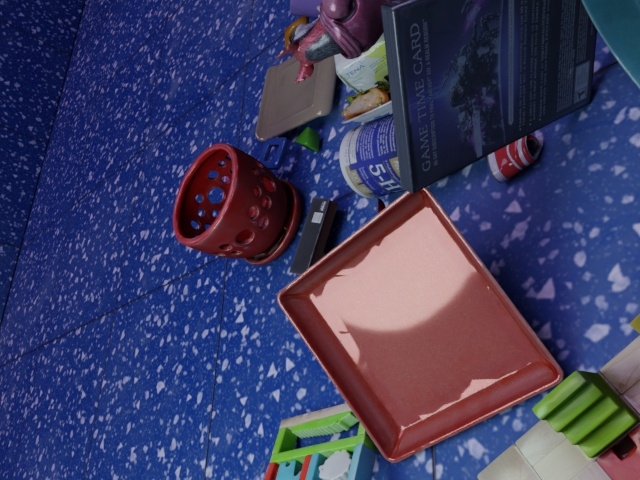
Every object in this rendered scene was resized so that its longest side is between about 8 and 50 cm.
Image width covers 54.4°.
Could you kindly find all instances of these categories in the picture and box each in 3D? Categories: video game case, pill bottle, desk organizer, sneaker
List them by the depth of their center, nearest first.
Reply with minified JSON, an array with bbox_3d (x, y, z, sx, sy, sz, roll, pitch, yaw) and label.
[{"bbox_3d":[0.189,-0.188,0.652,0.274,0.196,0.026,-27,38,-19],"label":"video game case"},{"bbox_3d":[0.243,-0.138,0.798,0.067,0.042,0.118,-32,57,42],"label":"sneaker"},{"bbox_3d":[0.127,-0.129,0.876,0.187,0.112,0.112,-11,63,48],"label":"pill bottle"},{"bbox_3d":[0.000,0.000,1.014,0.047,0.050,0.130,8,78,52],"label":"desk organizer"}]

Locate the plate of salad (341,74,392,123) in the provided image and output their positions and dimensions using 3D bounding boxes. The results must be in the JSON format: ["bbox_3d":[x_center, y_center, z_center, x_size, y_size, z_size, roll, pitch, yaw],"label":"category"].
[{"bbox_3d":[0.115,-0.226,0.908,0.200,0.048,0.200,-27,11,6],"label":"plate of salad"}]

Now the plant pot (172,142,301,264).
[{"bbox_3d":[-0.141,-0.055,1.111,0.191,0.174,0.191,-27,52,41],"label":"plant pot"}]

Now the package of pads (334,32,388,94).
[{"bbox_3d":[0.149,-0.383,0.974,0.297,0.101,0.229,-27,52,32],"label":"package of pads"}]

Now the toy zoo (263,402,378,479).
[{"bbox_3d":[-0.021,0.350,0.793,0.192,0.030,0.293,-27,31,40],"label":"toy zoo"}]

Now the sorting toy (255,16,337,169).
[{"bbox_3d":[-0.037,-0.292,1.217,0.196,0.047,0.347,-12,63,43],"label":"sorting toy"}]

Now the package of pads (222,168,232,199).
[{"bbox_3d":[-0.181,-0.116,1.309,0.050,0.032,0.083,-22,55,39],"label":"package of pads"}]

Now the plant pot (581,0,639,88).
[{"bbox_3d":[0.393,-0.246,0.512,0.255,0.272,0.271,-35,46,15],"label":"plant pot"}]

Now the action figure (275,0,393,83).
[{"bbox_3d":[0.096,-0.345,0.832,0.276,0.248,0.370,44,101,19],"label":"action figure"}]

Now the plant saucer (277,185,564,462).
[{"bbox_3d":[0.108,0.103,0.742,0.258,0.048,0.259,-39,83,31],"label":"plant saucer"}]

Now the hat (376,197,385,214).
[{"bbox_3d":[0.105,0.073,0.873,0.173,0.183,0.208,16,111,25],"label":"hat"}]

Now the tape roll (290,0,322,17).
[{"bbox_3d":[-0.009,-0.527,1.194,0.189,0.080,0.188,-174,90,-89],"label":"tape roll"}]

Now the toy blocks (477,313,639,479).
[{"bbox_3d":[0.312,0.199,0.456,0.381,0.191,0.261,-50,52,20],"label":"toy blocks"}]
